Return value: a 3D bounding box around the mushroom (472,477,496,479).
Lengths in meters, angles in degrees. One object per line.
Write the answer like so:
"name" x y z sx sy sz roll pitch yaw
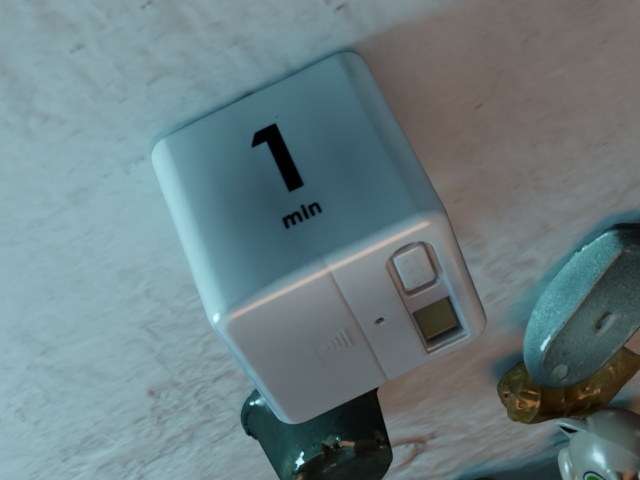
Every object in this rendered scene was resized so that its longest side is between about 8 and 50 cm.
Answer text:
"mushroom" 0.335 0.372 1.739 0.350 0.128 0.128 11 132 -19

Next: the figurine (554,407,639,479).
"figurine" 0.365 0.270 1.674 0.125 0.138 0.125 -30 130 -44

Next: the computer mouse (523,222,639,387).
"computer mouse" 0.295 0.058 1.428 0.113 0.068 0.229 26 111 -31

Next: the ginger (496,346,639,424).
"ginger" 0.285 0.163 1.544 0.190 0.069 0.095 -11 145 -19

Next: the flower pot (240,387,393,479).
"flower pot" 0.007 0.206 1.416 0.157 0.106 0.157 -16 142 -13

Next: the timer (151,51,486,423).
"timer" 0.000 0.000 1.091 0.194 0.195 0.192 -26 143 1
